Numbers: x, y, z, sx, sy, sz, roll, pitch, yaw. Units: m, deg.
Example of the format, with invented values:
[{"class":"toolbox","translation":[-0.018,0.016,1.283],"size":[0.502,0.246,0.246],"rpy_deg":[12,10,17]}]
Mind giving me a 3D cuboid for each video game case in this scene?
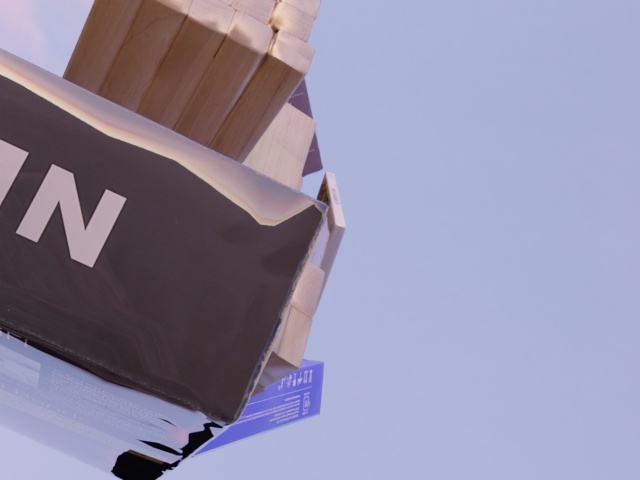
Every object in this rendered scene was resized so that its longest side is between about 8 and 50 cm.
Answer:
[{"class":"video game case","translation":[0.000,0.000,0.976],"size":[0.122,0.011,0.087],"rpy_deg":[-99,-154,-65]}]

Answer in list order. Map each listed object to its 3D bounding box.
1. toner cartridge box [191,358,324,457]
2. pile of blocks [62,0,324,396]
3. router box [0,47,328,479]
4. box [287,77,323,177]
[{"class":"toner cartridge box","translation":[-0.136,0.185,1.324],"size":[0.165,0.348,0.075],"rpy_deg":[4,-89,23]},{"class":"pile of blocks","translation":[-0.071,-0.043,0.676],"size":[0.149,0.113,0.362],"rpy_deg":[10,-40,7]},{"class":"router box","translation":[-0.176,-0.009,0.419],"size":[0.081,0.309,0.243],"rpy_deg":[-67,-172,-21]},{"class":"box","translation":[-0.128,-0.232,1.207],"size":[0.143,0.191,0.381],"rpy_deg":[-7,-77,30]}]
